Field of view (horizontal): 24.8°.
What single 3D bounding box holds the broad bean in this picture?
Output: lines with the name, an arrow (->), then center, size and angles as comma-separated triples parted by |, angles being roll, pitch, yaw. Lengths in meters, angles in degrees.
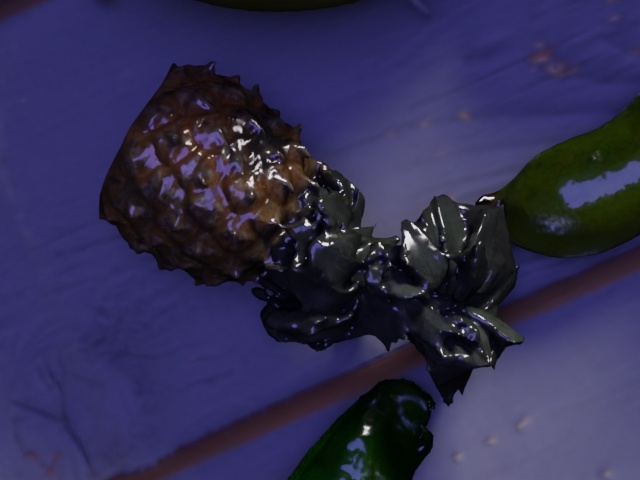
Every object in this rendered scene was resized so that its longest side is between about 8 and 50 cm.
broad bean -> 0.237, -0.060, 0.780 | 0.318, 0.056, 0.098 | -13, 87, 3

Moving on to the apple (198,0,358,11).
apple -> -0.026, -0.267, 0.722 | 0.257, 0.233, 0.295 | 11, 92, 17

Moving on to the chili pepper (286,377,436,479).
chili pepper -> 0.005, 0.176, 0.795 | 0.108, 0.062, 0.216 | 29, 91, 0

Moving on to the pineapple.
pineapple -> 0.000, 0.000, 0.775 | 0.237, 0.119, 0.111 | 31, 51, 3
